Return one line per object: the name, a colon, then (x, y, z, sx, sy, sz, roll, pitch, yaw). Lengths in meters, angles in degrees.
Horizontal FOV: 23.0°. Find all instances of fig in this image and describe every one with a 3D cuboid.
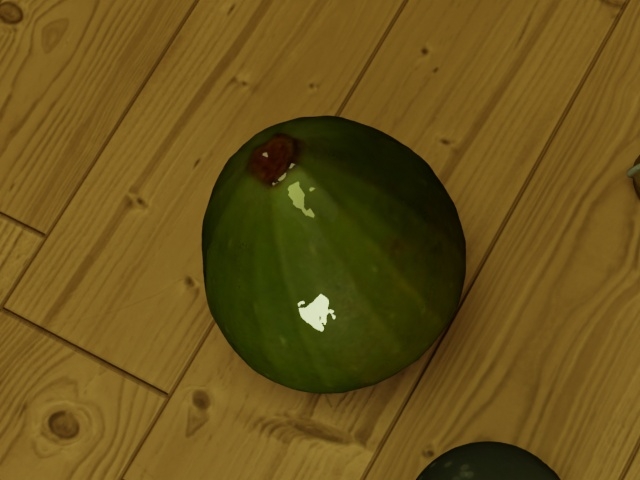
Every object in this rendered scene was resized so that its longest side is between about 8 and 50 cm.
fig: (0.000, 0.000, 1.691, 0.316, 0.316, 0.316, -4, 67, 10)

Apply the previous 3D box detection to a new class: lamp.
lamp: (0.144, 0.357, 1.610, 0.182, 0.182, 0.313, 27, 96, 21)

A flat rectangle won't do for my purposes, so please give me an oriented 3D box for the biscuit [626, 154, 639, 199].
biscuit: (0.504, 0.063, 1.696, 0.283, 0.064, 0.432, -9, 66, 8)
